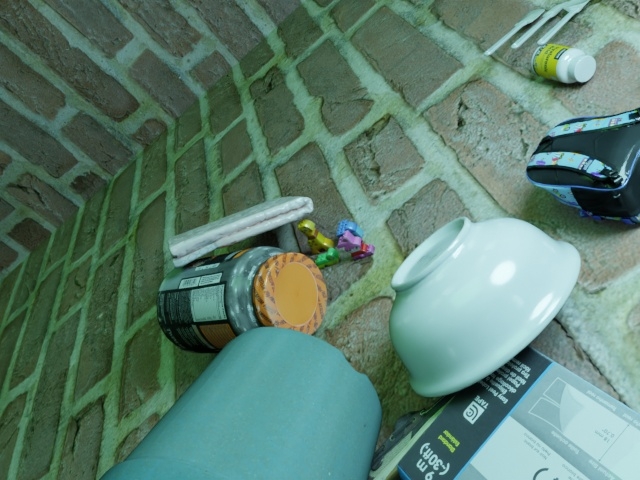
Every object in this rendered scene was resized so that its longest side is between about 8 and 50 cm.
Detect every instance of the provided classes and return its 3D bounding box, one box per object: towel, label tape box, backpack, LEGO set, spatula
[{"bbox_3d":[-0.191,-0.029,1.388,0.317,0.053,0.332,-22,9,-11],"label":"towel"},{"bbox_3d":[0.212,0.304,0.692,0.333,0.106,0.241,-49,31,-4],"label":"label tape box"},{"bbox_3d":[0.408,-0.111,0.912,0.173,0.117,0.158,10,63,53],"label":"backpack"},{"bbox_3d":[0.000,0.000,1.291,0.227,0.093,0.087,-20,40,36],"label":"LEGO set"},{"bbox_3d":[0.458,-0.453,1.271,0.168,0.019,0.242,6,40,49],"label":"spatula"}]

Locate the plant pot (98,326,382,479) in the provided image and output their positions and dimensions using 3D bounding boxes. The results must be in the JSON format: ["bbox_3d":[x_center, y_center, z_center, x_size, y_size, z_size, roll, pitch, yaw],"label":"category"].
[{"bbox_3d":[-0.088,0.305,0.752,0.341,0.341,0.334,-21,22,35],"label":"plant pot"}]

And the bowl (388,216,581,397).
[{"bbox_3d":[0.194,0.062,0.847,0.298,0.134,0.298,-43,5,5],"label":"bowl"}]

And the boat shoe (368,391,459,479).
[{"bbox_3d":[0.134,0.271,0.844,0.223,0.080,0.073,-50,37,3],"label":"boat shoe"}]

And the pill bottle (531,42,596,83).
[{"bbox_3d":[0.458,-0.332,1.150,0.065,0.065,0.116,-45,32,2],"label":"pill bottle"}]

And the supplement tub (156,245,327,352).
[{"bbox_3d":[-0.162,0.124,1.237,0.338,0.207,0.207,-10,47,43],"label":"supplement tub"}]
